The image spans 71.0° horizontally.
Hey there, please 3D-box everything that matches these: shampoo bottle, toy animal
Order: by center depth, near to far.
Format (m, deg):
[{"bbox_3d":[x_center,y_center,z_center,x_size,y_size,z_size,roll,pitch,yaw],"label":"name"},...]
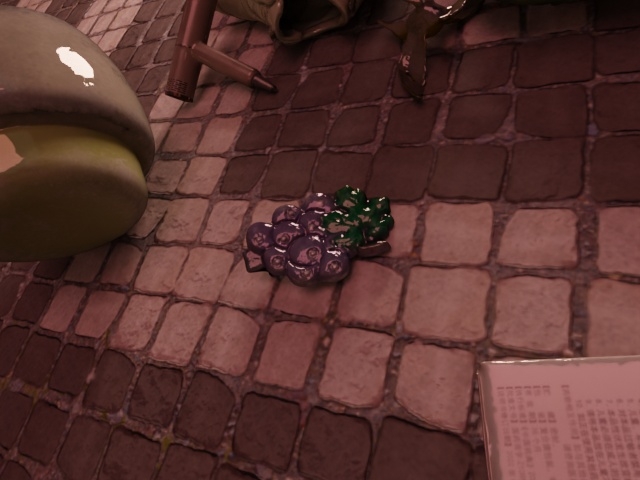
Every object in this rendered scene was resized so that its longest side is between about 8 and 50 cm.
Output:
[{"bbox_3d":[0.140,-0.318,0.629,0.155,0.095,0.219,36,79,26],"label":"toy animal"},{"bbox_3d":[-0.418,-0.150,0.656,0.322,0.322,0.317,-23,76,13],"label":"shampoo bottle"}]

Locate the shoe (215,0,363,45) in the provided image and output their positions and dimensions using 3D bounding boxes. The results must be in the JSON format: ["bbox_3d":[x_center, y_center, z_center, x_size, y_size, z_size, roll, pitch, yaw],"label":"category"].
[{"bbox_3d":[-0.071,-0.425,0.773,0.342,0.132,0.210,2,61,23],"label":"shoe"}]

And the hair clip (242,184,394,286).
[{"bbox_3d":[0.000,0.000,0.552,0.195,0.052,0.124,-22,64,3],"label":"hair clip"}]

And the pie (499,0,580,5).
[{"bbox_3d":[0.311,-0.417,0.589,0.303,0.067,0.302,-3,62,6],"label":"pie"}]

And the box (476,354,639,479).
[{"bbox_3d":[0.264,0.177,0.275,0.299,0.106,0.200,-8,59,20],"label":"box"}]

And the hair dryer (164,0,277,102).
[{"bbox_3d":[-0.162,-0.328,0.778,0.220,0.054,0.195,18,98,24],"label":"hair dryer"}]
